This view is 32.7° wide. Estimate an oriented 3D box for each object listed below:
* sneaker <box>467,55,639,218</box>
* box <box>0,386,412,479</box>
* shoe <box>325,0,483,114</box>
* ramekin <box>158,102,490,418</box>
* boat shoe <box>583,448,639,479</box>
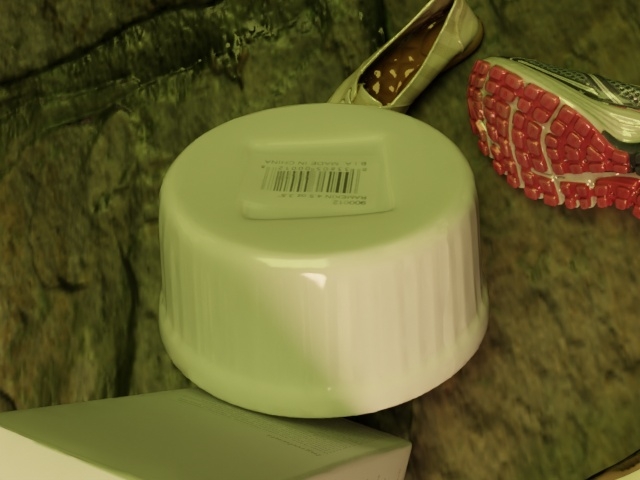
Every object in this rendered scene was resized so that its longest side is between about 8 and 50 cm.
[{"bbox_3d":[0.258,-0.083,0.925,0.299,0.121,0.112,28,52,26],"label":"sneaker"},{"bbox_3d":[-0.089,0.232,0.762,0.168,0.345,0.215,15,92,23],"label":"box"},{"bbox_3d":[0.061,-0.152,1.035,0.219,0.058,0.076,-44,63,-1],"label":"shoe"},{"bbox_3d":[0.000,0.000,0.882,0.277,0.135,0.277,-2,34,1],"label":"ramekin"},{"bbox_3d":[0.232,0.212,0.842,0.190,0.068,0.072,-30,76,6],"label":"boat shoe"}]
